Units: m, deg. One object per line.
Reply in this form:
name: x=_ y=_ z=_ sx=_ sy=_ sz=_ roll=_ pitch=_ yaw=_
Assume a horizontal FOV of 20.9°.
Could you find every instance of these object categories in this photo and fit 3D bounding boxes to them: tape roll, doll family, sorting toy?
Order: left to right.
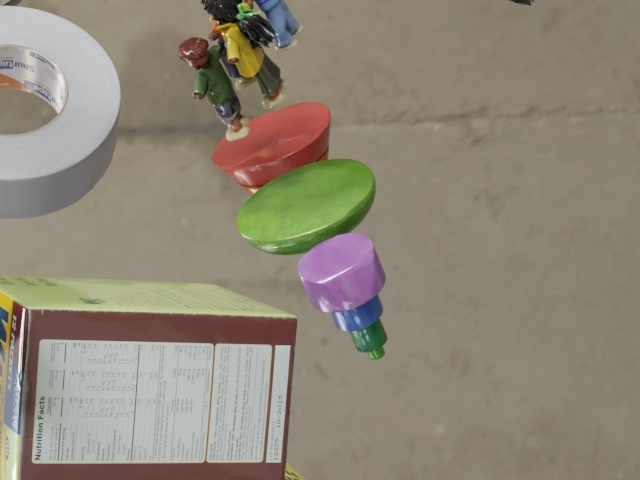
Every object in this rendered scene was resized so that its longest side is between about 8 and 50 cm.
tape roll: x=-0.311 y=-0.129 z=1.736 sx=0.219 sy=0.219 sz=0.072 roll=36 pitch=147 yaw=14
doll family: x=-0.066 y=-0.180 z=1.466 sx=0.076 sy=0.193 sz=0.111 roll=-20 pitch=123 yaw=18
sorting toy: x=0.000 y=0.000 z=1.561 sx=0.127 sy=0.365 sz=0.126 roll=-24 pitch=118 yaw=-2

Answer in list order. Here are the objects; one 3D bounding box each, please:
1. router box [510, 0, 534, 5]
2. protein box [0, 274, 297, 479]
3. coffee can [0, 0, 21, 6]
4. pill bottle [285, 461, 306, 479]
router box: x=0.178 y=-0.270 z=1.441 sx=0.038 sy=0.122 sz=0.092 roll=19 pitch=159 yaw=17
protein box: x=-0.150 y=0.107 z=1.316 sx=0.200 sy=0.201 sz=0.136 roll=-165 pitch=79 yaw=-67
coffee can: x=-0.432 y=-0.348 z=1.867 sx=0.202 sy=0.275 sz=0.201 roll=0 pitch=92 yaw=12
pill bottle: x=-0.058 y=0.350 z=1.904 sx=0.334 sy=0.188 sz=0.188 roll=28 pitch=135 yaw=66
